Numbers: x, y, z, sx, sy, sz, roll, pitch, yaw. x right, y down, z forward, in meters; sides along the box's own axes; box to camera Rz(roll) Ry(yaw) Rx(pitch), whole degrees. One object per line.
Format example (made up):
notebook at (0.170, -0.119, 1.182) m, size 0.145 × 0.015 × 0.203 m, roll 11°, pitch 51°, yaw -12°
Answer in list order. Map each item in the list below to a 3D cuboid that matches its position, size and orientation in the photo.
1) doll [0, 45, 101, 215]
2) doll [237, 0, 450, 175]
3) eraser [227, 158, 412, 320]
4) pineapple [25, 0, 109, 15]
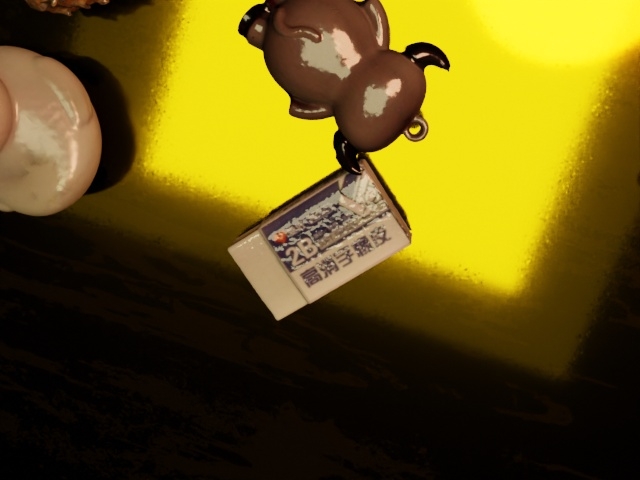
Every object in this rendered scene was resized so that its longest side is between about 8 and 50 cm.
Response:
doll at (-0.397, -0.136, 0.880) m, size 0.221 × 0.221 × 0.251 m, roll -41°, pitch 98°, yaw 14°
doll at (0.025, -0.205, 0.865) m, size 0.257 × 0.117 × 0.182 m, roll 37°, pitch 105°, yaw -3°
eraser at (0.000, 0.000, 0.947) m, size 0.210 × 0.068 × 0.125 m, roll -31°, pitch 102°, yaw 13°
pineapple at (-0.216, -0.378, 0.844) m, size 0.309 × 0.141 × 0.170 m, roll -17°, pitch 77°, yaw 3°
